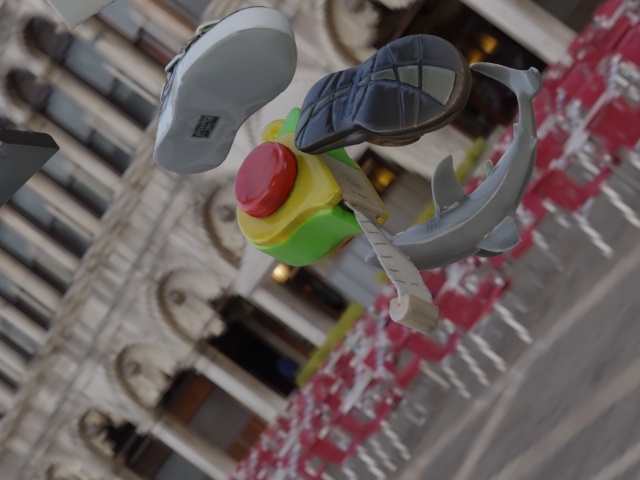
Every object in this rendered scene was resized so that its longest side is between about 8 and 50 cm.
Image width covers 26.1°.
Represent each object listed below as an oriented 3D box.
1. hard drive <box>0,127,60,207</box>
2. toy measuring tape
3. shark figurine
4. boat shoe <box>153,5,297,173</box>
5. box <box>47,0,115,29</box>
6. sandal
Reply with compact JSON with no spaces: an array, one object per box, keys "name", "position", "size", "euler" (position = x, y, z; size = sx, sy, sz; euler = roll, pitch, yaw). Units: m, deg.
[{"name":"hard drive","position":[-0.313,-0.049,1.266],"size":[0.135,0.022,0.094],"euler":[-41,-13,18]},{"name":"toy measuring tape","position":[0.000,0.000,1.185],"size":[0.121,0.121,0.330],"euler":[-54,36,20]},{"name":"shark figurine","position":[0.191,-0.050,1.469],"size":[0.278,0.166,0.116],"euler":[-58,30,18]},{"name":"boat shoe","position":[-0.080,-0.125,1.026],"size":[0.219,0.077,0.070],"euler":[137,134,-58]},{"name":"box","position":[-0.208,-0.322,1.153],"size":[0.148,0.232,0.127],"euler":[-24,23,36]},{"name":"sandal","position":[0.055,-0.104,1.108],"size":[0.219,0.060,0.090],"euler":[-16,53,55]}]
